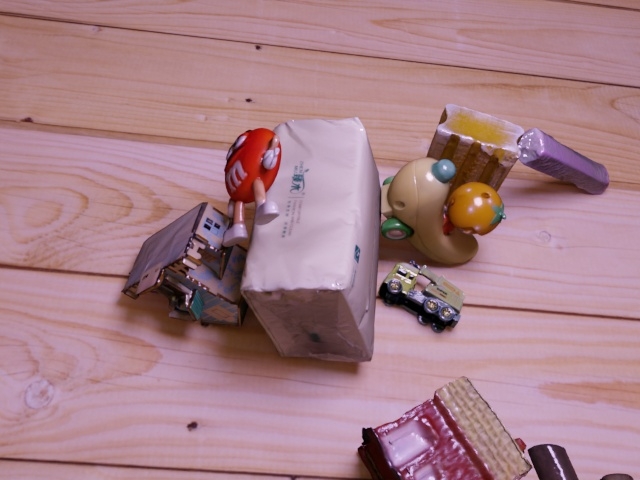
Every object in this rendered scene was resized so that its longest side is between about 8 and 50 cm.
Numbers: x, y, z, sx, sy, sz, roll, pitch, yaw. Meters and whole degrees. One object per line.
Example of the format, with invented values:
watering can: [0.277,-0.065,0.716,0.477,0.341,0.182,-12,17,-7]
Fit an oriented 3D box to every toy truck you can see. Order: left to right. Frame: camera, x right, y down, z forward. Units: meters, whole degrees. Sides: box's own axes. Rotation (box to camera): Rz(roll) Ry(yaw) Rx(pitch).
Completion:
toy truck: [0.211,0.108,1.256,0.169,0.077,0.100,28,61,12]

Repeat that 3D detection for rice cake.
rice cake: [0.548,-0.171,1.378,0.399,0.064,0.070,10,61,-44]

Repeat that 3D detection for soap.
soap: [0.301,-0.155,1.316,0.174,0.274,0.089,21,63,6]

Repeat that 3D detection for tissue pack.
tissue pack: [0.000,0.000,1.153,0.207,0.297,0.380,-1,58,13]

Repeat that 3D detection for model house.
model house: [-0.215,0.072,1.163,0.206,0.271,0.178,34,49,-29]
model house: [0.216,0.359,1.050,0.254,0.160,0.196,-22,63,-23]

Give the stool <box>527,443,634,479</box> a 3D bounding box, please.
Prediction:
stool: [0.511,0.424,0.919,0.310,0.310,0.226,27,51,-29]

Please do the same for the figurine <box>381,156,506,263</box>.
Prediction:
figurine: [0.253,-0.055,1.236,0.222,0.324,0.124,-17,54,29]

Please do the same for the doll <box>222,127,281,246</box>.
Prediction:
doll: [-0.113,-0.110,1.031,0.085,0.183,0.217,21,57,-28]
